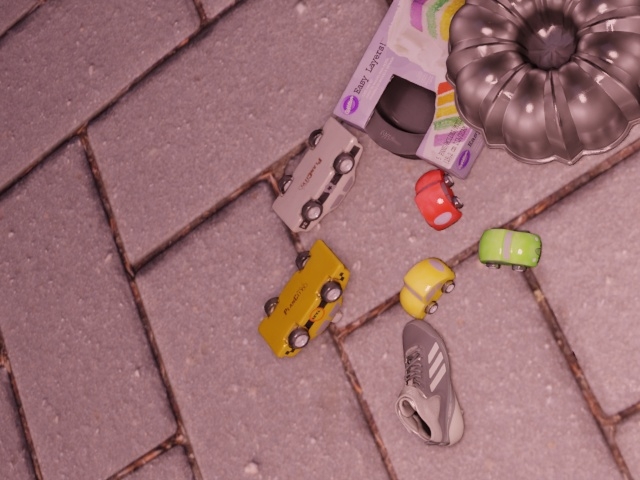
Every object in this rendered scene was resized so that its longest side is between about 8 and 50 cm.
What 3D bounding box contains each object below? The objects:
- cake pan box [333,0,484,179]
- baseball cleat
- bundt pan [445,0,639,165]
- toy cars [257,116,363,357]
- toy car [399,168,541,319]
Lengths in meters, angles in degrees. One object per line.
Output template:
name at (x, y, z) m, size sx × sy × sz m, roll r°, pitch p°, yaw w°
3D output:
cake pan box at (0.177, -0.252, 2.000) m, size 0.246 × 0.070 × 0.266 m, roll 31°, pitch 92°, yaw 34°
baseball cleat at (0.149, 0.204, 1.888) m, size 0.072 × 0.109 × 0.205 m, roll -42°, pitch 55°, yaw 35°
bundt pan at (0.328, -0.277, 1.830) m, size 0.331 × 0.124 × 0.330 m, roll -3°, pitch 81°, yaw 17°
toy cars at (0.000, 0.000, 2.060) m, size 0.176 × 0.087 × 0.393 m, roll -10°, pitch 68°, yaw 44°
toy car at (0.221, 0.005, 1.926) m, size 0.225 × 0.053 × 0.239 m, roll 3°, pitch 80°, yaw 35°
